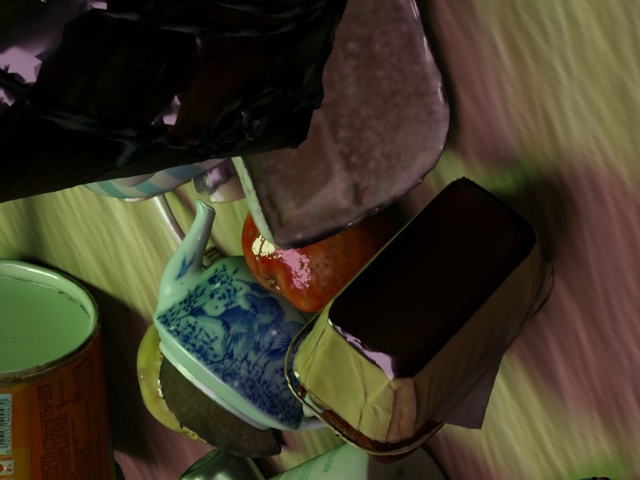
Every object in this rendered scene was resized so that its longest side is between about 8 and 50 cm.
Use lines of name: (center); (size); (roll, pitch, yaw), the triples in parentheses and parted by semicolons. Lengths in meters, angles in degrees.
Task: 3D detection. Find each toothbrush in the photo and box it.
toothbrush: (-0.164, -0.072, 1.591); (0.025, 0.029, 0.307); (-33, 91, 45)

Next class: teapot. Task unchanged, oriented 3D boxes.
teapot: (-0.045, 0.073, 1.513); (0.232, 0.159, 0.159); (39, 137, -5)

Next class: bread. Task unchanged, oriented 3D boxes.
bread: (0.081, 0.072, 1.336); (0.142, 0.224, 0.212); (38, 157, 18)

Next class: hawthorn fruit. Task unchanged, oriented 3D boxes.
hawthorn fruit: (0.000, 0.000, 1.429); (0.128, 0.128, 0.128); (22, 129, 29)

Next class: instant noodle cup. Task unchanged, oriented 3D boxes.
instant noodle cup: (-0.325, 0.161, 1.714); (0.296, 0.296, 0.214); (23, 122, 28)

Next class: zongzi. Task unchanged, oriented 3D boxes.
zongzi: (-0.119, -0.237, 1.031); (0.362, 0.319, 0.383); (41, 120, 25)

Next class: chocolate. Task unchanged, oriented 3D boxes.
chocolate: (-0.025, -0.158, 1.312); (0.100, 0.185, 0.303); (29, 144, 63)

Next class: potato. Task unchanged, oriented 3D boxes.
potato: (-0.123, 0.146, 1.651); (0.089, 0.100, 0.172); (-7, 115, 48)

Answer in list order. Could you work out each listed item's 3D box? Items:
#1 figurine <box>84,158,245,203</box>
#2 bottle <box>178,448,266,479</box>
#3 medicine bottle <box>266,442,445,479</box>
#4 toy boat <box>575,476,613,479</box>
figurine: (-0.235, -0.138, 1.351); (0.266, 0.377, 0.361); (1, 116, 40)
bottle: (-0.037, 0.312, 1.696); (0.096, 0.079, 0.254); (-29, 96, 48)
medicine bottle: (0.001, 0.262, 1.562); (0.215, 0.135, 0.135); (-28, 97, 34)
toy boat: (0.282, 0.280, 1.414); (0.318, 0.072, 0.219); (-11, 113, 41)
